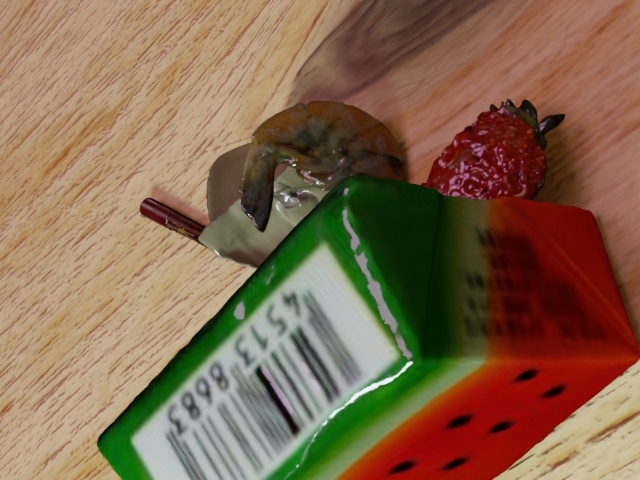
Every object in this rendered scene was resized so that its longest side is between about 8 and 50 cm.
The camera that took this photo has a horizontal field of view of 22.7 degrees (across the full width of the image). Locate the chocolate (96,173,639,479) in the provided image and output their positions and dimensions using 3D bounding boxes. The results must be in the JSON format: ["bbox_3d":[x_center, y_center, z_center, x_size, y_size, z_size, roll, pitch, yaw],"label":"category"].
[{"bbox_3d":[0.053,0.120,1.340,0.360,0.341,0.161,-46,58,32],"label":"chocolate"}]

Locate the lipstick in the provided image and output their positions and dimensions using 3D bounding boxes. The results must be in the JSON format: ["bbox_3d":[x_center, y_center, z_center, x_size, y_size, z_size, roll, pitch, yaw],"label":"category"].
[{"bbox_3d":[-0.160,-0.017,1.887,0.176,0.027,0.027,24,99,50],"label":"lipstick"}]

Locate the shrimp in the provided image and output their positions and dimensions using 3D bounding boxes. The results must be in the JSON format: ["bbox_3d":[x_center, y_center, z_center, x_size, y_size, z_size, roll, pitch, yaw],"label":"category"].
[{"bbox_3d":[0.000,0.000,1.578,0.058,0.169,0.296,125,148,-71],"label":"shrimp"}]

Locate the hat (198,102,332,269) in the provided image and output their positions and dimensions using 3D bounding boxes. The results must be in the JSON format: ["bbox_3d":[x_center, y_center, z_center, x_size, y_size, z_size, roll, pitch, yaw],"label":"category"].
[{"bbox_3d":[-0.034,-0.052,1.724,0.166,0.144,0.173,-34,8,22],"label":"hat"}]

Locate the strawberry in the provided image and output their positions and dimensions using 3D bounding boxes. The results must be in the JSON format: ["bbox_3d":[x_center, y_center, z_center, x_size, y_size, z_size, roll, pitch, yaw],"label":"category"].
[{"bbox_3d":[0.138,-0.049,1.444,0.192,0.085,0.140,-47,18,39],"label":"strawberry"}]
